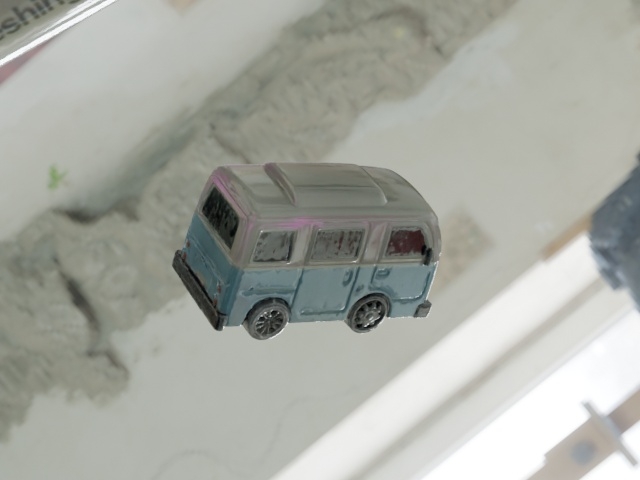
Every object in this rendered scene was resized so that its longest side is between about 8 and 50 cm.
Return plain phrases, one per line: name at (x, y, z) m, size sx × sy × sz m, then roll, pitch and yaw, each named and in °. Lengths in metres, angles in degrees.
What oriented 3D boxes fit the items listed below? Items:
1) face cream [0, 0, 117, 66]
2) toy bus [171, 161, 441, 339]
face cream at (-0.093, -0.175, 0.697) m, size 0.092 × 0.311 × 0.092 m, roll 60°, pitch -178°, yaw -3°
toy bus at (0.000, 0.000, 0.677) m, size 0.123 × 0.075 × 0.060 m, roll -1°, pitch -146°, yaw -32°
